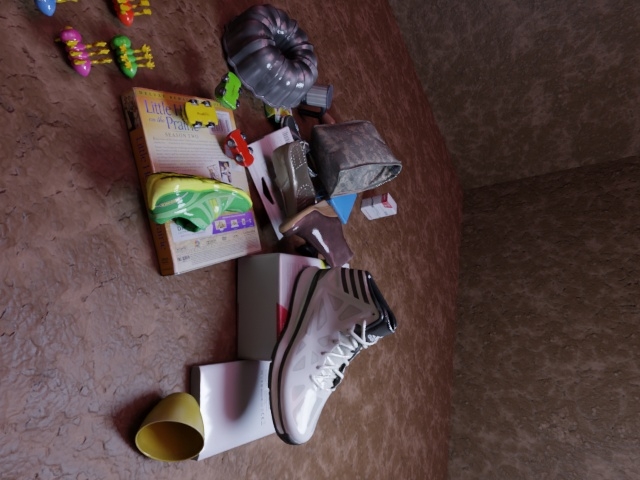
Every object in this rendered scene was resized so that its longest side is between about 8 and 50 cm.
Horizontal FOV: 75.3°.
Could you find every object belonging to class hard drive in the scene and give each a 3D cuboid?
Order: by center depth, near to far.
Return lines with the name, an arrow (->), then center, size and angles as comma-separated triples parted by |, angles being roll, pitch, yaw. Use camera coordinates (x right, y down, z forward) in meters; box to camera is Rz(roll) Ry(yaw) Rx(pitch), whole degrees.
hard drive -> -0.204, 0.415, 1.072 | 0.307, 0.040, 0.203 | 15, 69, -55

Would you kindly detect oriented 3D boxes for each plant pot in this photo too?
plant pot -> -0.302, 0.378, 0.865 | 0.134, 0.134, 0.095 | 61, 10, -28

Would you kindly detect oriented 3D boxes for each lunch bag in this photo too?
lunch bag -> 0.125, -0.303, 1.498 | 0.286, 0.169, 0.235 | -15, 60, -24

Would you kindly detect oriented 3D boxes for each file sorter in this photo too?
file sorter -> 0.050, -0.153, 1.566 | 0.118, 0.104, 0.170 | 56, 39, -32

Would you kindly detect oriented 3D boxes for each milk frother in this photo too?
milk frother -> -0.021, -0.537, 1.526 | 0.129, 0.134, 0.143 | 90, 16, -55

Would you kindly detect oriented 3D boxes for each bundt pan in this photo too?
bundt pan -> -0.135, -0.591, 1.305 | 0.330, 0.124, 0.331 | 20, 60, -39

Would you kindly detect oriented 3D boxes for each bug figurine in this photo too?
bug figurine -> -0.468, -0.451, 0.855 | 0.279, 0.072, 0.217 | -40, 122, -59

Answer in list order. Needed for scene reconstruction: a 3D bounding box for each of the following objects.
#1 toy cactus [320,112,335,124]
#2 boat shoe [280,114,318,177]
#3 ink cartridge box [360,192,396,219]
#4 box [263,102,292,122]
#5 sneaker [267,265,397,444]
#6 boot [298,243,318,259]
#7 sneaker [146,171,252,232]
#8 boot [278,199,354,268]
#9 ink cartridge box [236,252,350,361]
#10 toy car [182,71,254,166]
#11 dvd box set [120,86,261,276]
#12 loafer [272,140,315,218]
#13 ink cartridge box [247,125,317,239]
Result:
toy cactus -> 0.056, -0.431, 1.671 | 0.219, 0.112, 0.181 | -35, 90, -40
boat shoe -> -0.070, -0.322, 1.424 | 0.084, 0.079, 0.233 | -51, 131, -44
ink cartridge box -> 0.264, -0.154, 1.878 | 0.099, 0.135, 0.056 | 44, 44, -44
box -> -0.149, -0.479, 1.398 | 0.105, 0.043, 0.179 | -13, 90, -58
sneaker -> 0.038, 0.261, 0.997 | 0.169, 0.257, 0.448 | 40, 53, -46
boot -> -0.033, 0.011, 1.448 | 0.121, 0.045, 0.099 | 45, 48, -53
sneaker -> -0.275, -0.083, 0.945 | 0.295, 0.109, 0.124 | -2, 110, -60
boot -> 0.000, 0.000, 1.209 | 0.248, 0.090, 0.207 | -33, 97, -52
ink cartridge box -> -0.061, 0.198, 1.243 | 0.384, 0.160, 0.280 | 14, 72, -56
toy car -> -0.251, -0.329, 1.065 | 0.239, 0.053, 0.225 | 36, 52, -49
dvd box set -> -0.305, -0.148, 1.042 | 0.307, 0.062, 0.421 | -19, 98, -58
loafer -> -0.084, -0.168, 1.255 | 0.102, 0.092, 0.269 | -32, 126, -44
ink cartridge box -> -0.138, -0.182, 1.312 | 0.261, 0.066, 0.297 | -43, 117, -50
